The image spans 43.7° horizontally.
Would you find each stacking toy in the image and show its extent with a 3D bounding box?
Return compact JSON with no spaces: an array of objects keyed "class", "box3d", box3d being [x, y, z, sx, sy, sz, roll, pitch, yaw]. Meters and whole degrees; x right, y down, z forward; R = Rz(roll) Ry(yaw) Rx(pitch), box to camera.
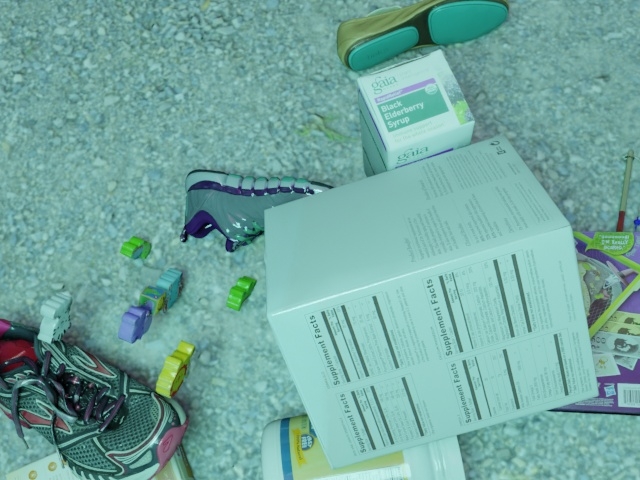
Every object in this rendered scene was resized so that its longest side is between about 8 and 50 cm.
[{"class":"stacking toy","box3d":[-0.193,0.078,0.922,0.167,0.052,0.221,21,30,10]}]

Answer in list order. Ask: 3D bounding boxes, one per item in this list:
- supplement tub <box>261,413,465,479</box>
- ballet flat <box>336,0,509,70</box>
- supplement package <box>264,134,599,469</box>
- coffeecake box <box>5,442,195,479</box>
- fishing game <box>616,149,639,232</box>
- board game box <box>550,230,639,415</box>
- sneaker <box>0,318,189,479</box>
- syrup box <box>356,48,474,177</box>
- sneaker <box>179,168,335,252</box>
[{"class":"supplement tub","box3d":[0.046,0.248,0.847,0.200,0.144,0.144,-10,71,1]},{"class":"ballet flat","box3d":[0.130,-0.294,1.054,0.232,0.080,0.073,-16,56,-2]},{"class":"supplement package","box3d":[0.099,0.056,0.783,0.263,0.198,0.199,-17,29,5]},{"class":"coffeecake box","box3d":[-0.237,0.295,0.897,0.186,0.068,0.142,-23,70,-2]},{"class":"fishing game","box3d":[0.492,-0.031,0.955,0.264,0.041,0.189,10,65,14]},{"class":"board game box","box3d":[0.198,0.090,0.921,0.347,0.056,0.208,1,76,11]},{"class":"sneaker","box3d":[-0.274,0.173,0.863,0.299,0.112,0.120,14,53,30]},{"class":"syrup box","box3d":[0.104,-0.105,0.908,0.093,0.237,0.096,-20,71,-2]},{"class":"sneaker","box3d":[-0.068,-0.027,0.986,0.224,0.083,0.098,7,83,22]}]
